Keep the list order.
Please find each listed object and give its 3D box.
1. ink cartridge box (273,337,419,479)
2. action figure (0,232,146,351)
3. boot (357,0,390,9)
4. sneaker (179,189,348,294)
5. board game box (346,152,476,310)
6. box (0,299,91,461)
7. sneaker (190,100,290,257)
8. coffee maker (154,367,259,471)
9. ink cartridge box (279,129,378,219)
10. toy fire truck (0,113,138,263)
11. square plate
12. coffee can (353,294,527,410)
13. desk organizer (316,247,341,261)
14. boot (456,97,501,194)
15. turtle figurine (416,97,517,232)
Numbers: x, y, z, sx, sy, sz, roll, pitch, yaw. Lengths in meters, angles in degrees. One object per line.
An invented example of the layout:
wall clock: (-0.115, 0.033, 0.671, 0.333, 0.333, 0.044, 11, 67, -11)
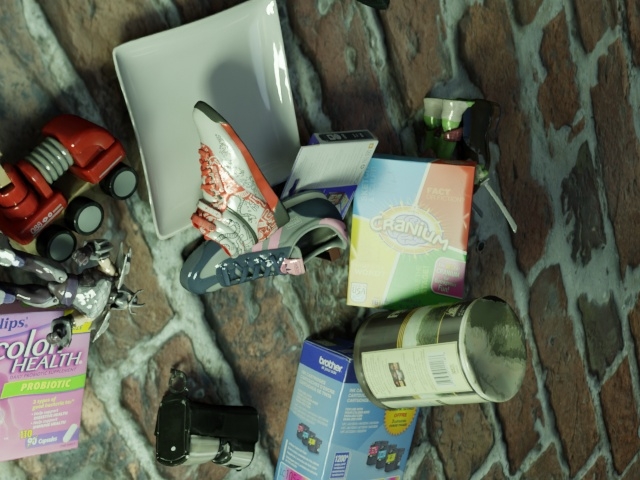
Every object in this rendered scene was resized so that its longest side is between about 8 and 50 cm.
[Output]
ink cartridge box: (0.074, 0.356, 2.161, 0.270, 0.151, 0.395, 6, 97, -45)
action figure: (-0.391, 0.068, 1.492, 0.285, 0.099, 0.185, 15, 100, -26)
boot: (0.086, -0.577, 1.900, 0.246, 0.094, 0.207, 33, 83, -38)
sneaker: (-0.098, 0.024, 1.847, 0.319, 0.131, 0.112, -30, 142, -11)
board game box: (0.184, -0.013, 2.086, 0.064, 0.242, 0.316, -53, 147, -73)
box: (-0.487, 0.209, 1.592, 0.213, 0.117, 0.243, -1, 103, -44)
sneaker: (-0.176, -0.094, 1.741, 0.145, 0.090, 0.270, -38, 116, -9)
coffee maker: (-0.205, 0.340, 1.904, 0.178, 0.120, 0.171, 15, 92, -46)
ink cartridge box: (-0.006, -0.112, 1.948, 0.208, 0.045, 0.206, -10, 134, -44)
toy fire truck: (-0.431, -0.124, 1.536, 0.217, 0.158, 0.246, -49, 141, -21)
square plate: (-0.191, -0.222, 1.785, 0.344, 0.049, 0.347, -29, 122, -34)
coffee can: (0.232, 0.223, 1.988, 0.201, 0.275, 0.201, 13, 71, -44)
desk organizer: (0.000, 0.000, 2.003, 0.050, 0.047, 0.130, -33, 150, -9)
boot: (0.324, -0.214, 2.277, 0.106, 0.082, 0.219, 12, 91, -30)
turtle figurine: (0.295, -0.165, 2.172, 0.198, 0.275, 0.266, -30, 125, -76)
